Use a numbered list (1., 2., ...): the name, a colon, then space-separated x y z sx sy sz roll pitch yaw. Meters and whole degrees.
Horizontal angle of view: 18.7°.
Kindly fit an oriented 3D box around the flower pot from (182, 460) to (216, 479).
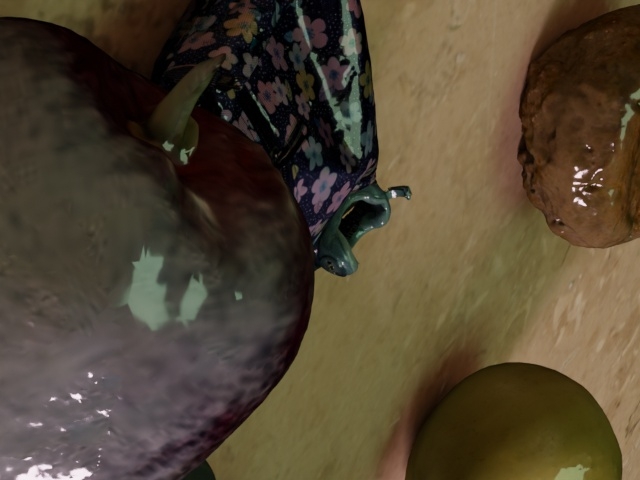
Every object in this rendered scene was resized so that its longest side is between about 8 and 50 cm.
1. flower pot: -0.163 0.209 1.148 0.157 0.189 0.243 35 84 -20

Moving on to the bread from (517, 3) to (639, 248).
1. bread: 0.259 -0.107 1.714 0.230 0.123 0.230 -38 144 -34

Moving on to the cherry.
1. cherry: -0.133 0.017 0.998 0.255 0.218 0.296 26 106 -35

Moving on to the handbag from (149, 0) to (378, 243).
1. handbag: -0.048 -0.054 1.200 0.208 0.127 0.228 -54 150 -36

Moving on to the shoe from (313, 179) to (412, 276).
1. shoe: 0.000 0.000 1.397 0.143 0.071 0.064 -46 146 -26

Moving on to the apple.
1. apple: 0.173 0.208 1.746 0.200 0.200 0.200 -40 143 -40
